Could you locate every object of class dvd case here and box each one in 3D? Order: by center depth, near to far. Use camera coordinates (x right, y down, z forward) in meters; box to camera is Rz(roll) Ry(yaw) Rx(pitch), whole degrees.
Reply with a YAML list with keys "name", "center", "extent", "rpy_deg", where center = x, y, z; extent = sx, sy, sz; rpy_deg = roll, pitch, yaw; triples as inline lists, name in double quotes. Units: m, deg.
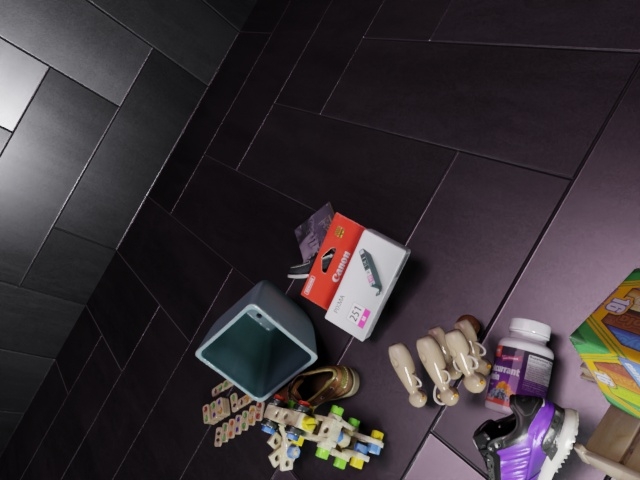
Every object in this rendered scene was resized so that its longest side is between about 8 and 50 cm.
- name: "dvd case"
  center: [0.000, 0.000, 1.587]
  extent: [0.165, 0.018, 0.221]
  rpy_deg: [-39, 47, 22]

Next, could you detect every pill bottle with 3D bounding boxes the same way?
- name: "pill bottle"
  center: [0.408, 0.260, 0.994]
  extent: [0.108, 0.108, 0.193]
  rpy_deg: [5, 72, 45]

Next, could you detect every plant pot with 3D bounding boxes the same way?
- name: "plant pot"
  center: [-0.168, 0.262, 1.444]
  extent: [0.248, 0.247, 0.252]
  rpy_deg: [-42, 16, 20]

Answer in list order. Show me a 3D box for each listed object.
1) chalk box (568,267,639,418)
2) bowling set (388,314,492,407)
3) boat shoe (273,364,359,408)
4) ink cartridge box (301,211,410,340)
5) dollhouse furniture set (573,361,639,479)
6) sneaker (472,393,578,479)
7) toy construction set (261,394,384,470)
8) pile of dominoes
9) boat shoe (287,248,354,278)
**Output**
- name: "chalk box"
  center: [0.557, 0.183, 0.693]
  extent: [0.179, 0.180, 0.289]
  rpy_deg: [-41, 19, -9]
- name: "bowling set"
  center: [0.305, 0.258, 1.072]
  extent: [0.154, 0.200, 0.287]
  rpy_deg: [67, 155, 8]
- name: "boat shoe"
  center: [-0.044, 0.411, 1.347]
  extent: [0.307, 0.104, 0.110]
  rpy_deg: [-35, 49, 26]
- name: "ink cartridge box"
  center: [0.079, 0.092, 1.324]
  extent: [0.239, 0.060, 0.275]
  rpy_deg: [29, 105, 21]
- name: "dollhouse furniture set"
  center: [0.548, 0.386, 0.778]
  extent: [0.303, 0.173, 0.356]
  rpy_deg: [-44, 21, -19]
- name: "sneaker"
  center: [0.347, 0.408, 0.907]
  extent: [0.146, 0.102, 0.293]
  rpy_deg: [21, 104, 16]
- name: "toy construction set"
  center: [-0.025, 0.486, 1.231]
  extent: [0.328, 0.215, 0.151]
  rpy_deg: [-24, 41, 39]
- name: "pile of dominoes"
  center: [-0.279, 0.519, 1.561]
  extent: [0.251, 0.040, 0.195]
  rpy_deg: [-38, 47, 24]
- name: "boat shoe"
  center: [0.032, 0.065, 1.446]
  extent: [0.303, 0.114, 0.091]
  rpy_deg: [-7, 85, 29]
